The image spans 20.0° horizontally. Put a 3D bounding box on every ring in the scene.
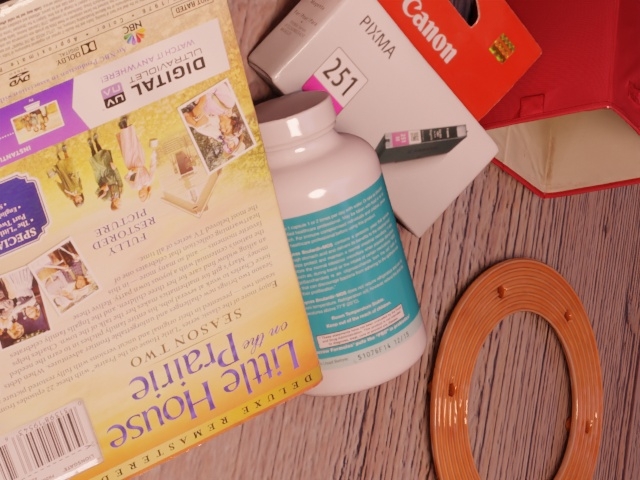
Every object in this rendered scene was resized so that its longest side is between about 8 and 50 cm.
[{"bbox_3d":[0.217,0.187,2.021,0.336,0.032,0.337,0,90,-49],"label":"ring"}]

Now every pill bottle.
[{"bbox_3d":[0.000,0.000,1.674,0.146,0.146,0.264,-35,116,-45],"label":"pill bottle"}]

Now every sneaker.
[{"bbox_3d":[0.057,-0.187,1.824,0.144,0.059,0.053,-12,121,-31],"label":"sneaker"}]

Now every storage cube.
[{"bbox_3d":[0.281,-0.178,1.969,0.183,0.215,0.193,31,60,-45],"label":"storage cube"}]

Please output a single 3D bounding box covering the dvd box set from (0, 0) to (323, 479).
[{"bbox_3d":[-0.179,-0.004,1.368,0.307,0.062,0.420,-25,124,-17],"label":"dvd box set"}]

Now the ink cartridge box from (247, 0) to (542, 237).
[{"bbox_3d":[0.094,-0.171,1.780,0.239,0.060,0.275,-47,130,-3],"label":"ink cartridge box"}]
